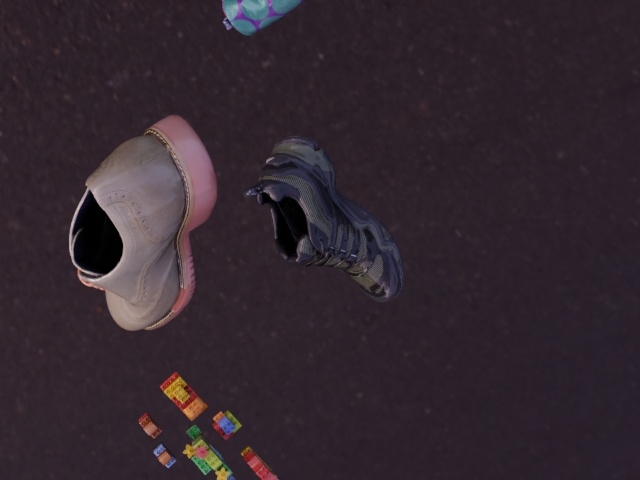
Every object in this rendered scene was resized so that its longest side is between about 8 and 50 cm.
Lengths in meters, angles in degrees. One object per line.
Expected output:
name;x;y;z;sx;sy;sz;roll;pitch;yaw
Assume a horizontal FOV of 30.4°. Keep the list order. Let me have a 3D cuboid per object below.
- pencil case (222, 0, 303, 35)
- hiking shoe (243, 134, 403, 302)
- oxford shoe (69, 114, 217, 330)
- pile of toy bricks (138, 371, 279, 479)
pencil case;-0.061;-0.331;1.547;0.152;0.064;0.070;-29;120;28
hiking shoe;0.000;0.000;1.284;0.227;0.086;0.114;50;56;-21
oxford shoe;-0.230;0.004;1.363;0.147;0.140;0.397;-28;158;-27
pile of toy bricks;-0.161;0.294;1.655;0.118;0.105;0.212;-43;97;-7
